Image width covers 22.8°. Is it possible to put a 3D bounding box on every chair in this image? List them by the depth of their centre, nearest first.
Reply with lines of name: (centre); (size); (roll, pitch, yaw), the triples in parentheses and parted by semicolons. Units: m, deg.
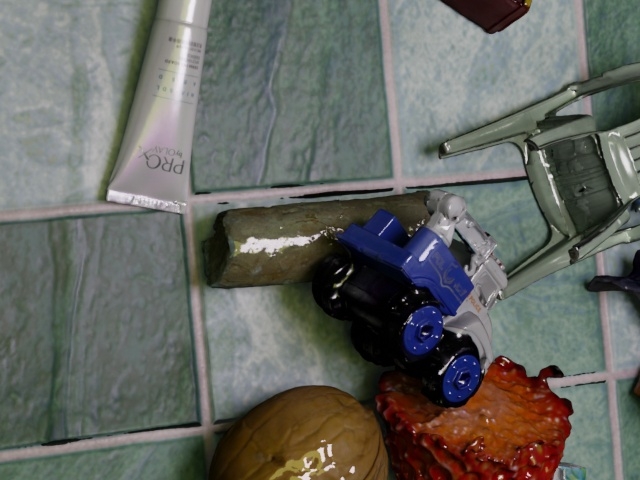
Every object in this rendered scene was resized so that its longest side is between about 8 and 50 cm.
chair: (0.313, -0.075, 1.791); (0.275, 0.190, 0.203); (-26, 96, -36)

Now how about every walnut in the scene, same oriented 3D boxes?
walnut: (-0.023, 0.244, 1.683); (0.207, 0.167, 0.167); (-36, 100, -19)

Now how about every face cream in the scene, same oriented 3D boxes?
face cream: (-0.166, -0.154, 1.696); (0.092, 0.058, 0.243); (10, 92, -23)

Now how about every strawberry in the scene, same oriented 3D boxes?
strawberry: (0.161, 0.234, 1.759); (0.234, 0.234, 0.178); (1, 118, -19)

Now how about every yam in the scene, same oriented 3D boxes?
yam: (0.000, 0.000, 1.730); (0.259, 0.093, 0.093); (-5, 91, -19)

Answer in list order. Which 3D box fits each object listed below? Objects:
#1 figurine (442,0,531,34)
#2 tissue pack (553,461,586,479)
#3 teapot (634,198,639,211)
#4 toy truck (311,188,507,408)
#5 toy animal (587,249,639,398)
figurine: (0.175, -0.320, 1.809); (0.154, 0.082, 0.098); (33, 65, -15)
tissue pack: (0.260, 0.311, 1.820); (0.085, 0.079, 0.111); (8, 87, -18)
teapot: (0.387, -0.078, 1.895); (0.049, 0.063, 0.083); (-12, 98, 21)
toy truck: (0.112, 0.055, 1.680); (0.177, 0.161, 0.213); (-50, 133, -11)
toy animal: (0.447, 0.124, 1.871); (0.185, 0.122, 0.298); (-43, 95, -4)
